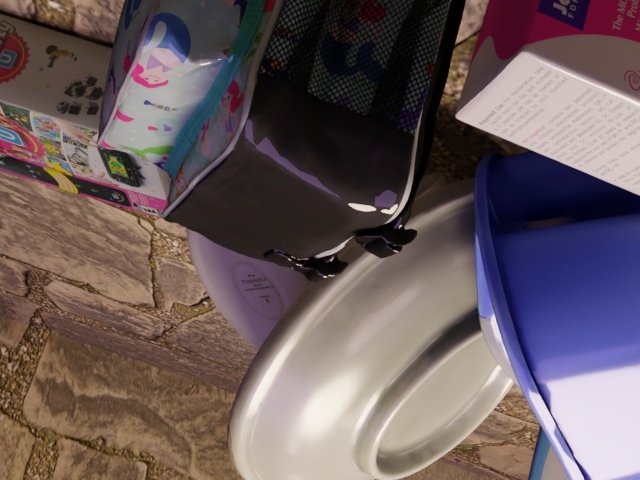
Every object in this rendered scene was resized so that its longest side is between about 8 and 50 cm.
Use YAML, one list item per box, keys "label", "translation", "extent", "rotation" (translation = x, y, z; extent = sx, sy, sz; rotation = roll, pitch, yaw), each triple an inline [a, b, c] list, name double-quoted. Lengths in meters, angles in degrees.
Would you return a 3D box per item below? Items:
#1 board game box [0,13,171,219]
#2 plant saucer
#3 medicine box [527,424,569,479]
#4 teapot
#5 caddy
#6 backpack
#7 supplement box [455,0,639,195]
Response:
- label: "board game box"
  translation: [-0.292, -0.136, 1.102]
  extent: [0.303, 0.098, 0.224]
  rotation: [18, 161, 4]
- label: "plant saucer"
  translation: [0.099, 0.123, 1.023]
  extent: [0.100, 0.400, 0.400]
  rotation: [45, 176, 30]
- label: "medicine box"
  translation: [0.426, 0.252, 1.278]
  extent: [0.289, 0.264, 0.149]
  rotation: [5, 157, 33]
- label: "teapot"
  translation: [0.000, 0.000, 1.097]
  extent: [0.256, 0.187, 0.253]
  rotation: [33, 145, 28]
- label: "caddy"
  translation: [0.226, 0.070, 0.881]
  extent: [0.179, 0.241, 0.341]
  rotation: [-17, 125, 21]
- label: "backpack"
  translation: [-0.012, -0.131, 0.608]
  extent: [0.191, 0.254, 0.225]
  rotation: [27, 161, -13]
- label: "supplement box"
  translation: [0.217, -0.104, 0.689]
  extent: [0.220, 0.111, 0.114]
  rotation: [20, 161, -8]
